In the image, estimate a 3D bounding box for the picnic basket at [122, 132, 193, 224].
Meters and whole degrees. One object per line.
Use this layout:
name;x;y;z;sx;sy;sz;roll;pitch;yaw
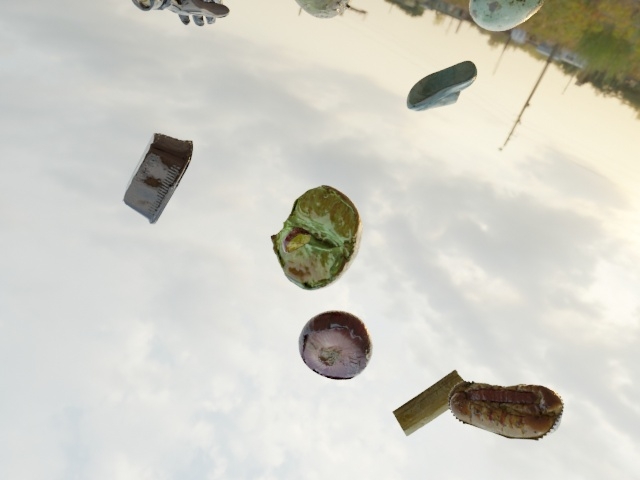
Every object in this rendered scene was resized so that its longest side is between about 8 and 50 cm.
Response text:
picnic basket;-0.541;-0.222;1.683;0.129;0.297;0.222;26;-159;-25

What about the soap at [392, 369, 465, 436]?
soap;0.351;0.511;1.609;0.037;0.252;0.092;57;180;-31

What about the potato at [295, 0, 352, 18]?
potato;-0.017;-0.811;1.592;0.246;0.196;0.299;-26;-132;-34

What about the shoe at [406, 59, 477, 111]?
shoe;0.398;-0.485;1.645;0.100;0.251;0.103;21;-121;-43

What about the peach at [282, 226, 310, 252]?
peach;-0.074;-0.003;1.474;0.077;0.083;0.050;7;-144;-49

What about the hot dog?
hot dog;0.406;0.373;1.137;0.252;0.069;0.131;-4;-141;37

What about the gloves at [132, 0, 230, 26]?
gloves;-0.319;-0.570;1.205;0.142;0.119;0.285;31;-160;14

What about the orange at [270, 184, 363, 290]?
orange;0.007;0.001;1.634;0.262;0.335;0.196;23;179;43

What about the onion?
onion;0.050;0.319;1.584;0.248;0.248;0.161;29;-141;11

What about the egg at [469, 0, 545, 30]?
egg;0.564;-0.725;1.530;0.231;0.169;0.169;-14;-151;8
